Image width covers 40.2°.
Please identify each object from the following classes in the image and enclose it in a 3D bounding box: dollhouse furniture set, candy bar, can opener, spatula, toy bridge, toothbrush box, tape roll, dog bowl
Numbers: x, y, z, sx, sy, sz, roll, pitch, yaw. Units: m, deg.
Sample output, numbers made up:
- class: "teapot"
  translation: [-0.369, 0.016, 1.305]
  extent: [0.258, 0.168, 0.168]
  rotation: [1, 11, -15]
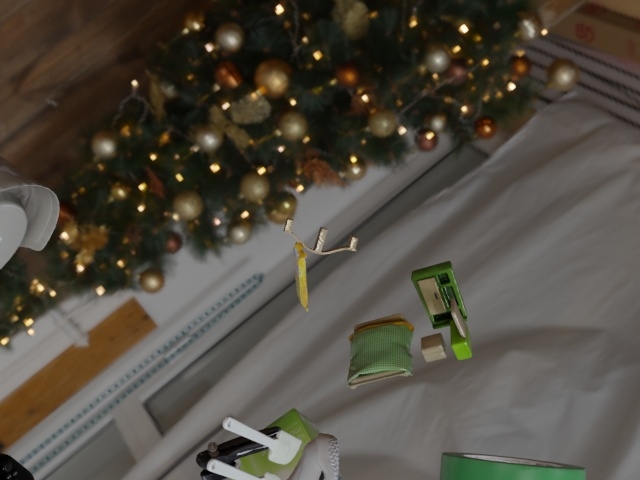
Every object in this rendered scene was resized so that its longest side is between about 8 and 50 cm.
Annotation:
- class: "dollhouse furniture set"
  translation: [0.182, 0.196, 2.022]
  extent: [0.198, 0.301, 0.151]
  rotation: [-79, -32, -59]
- class: "candy bar"
  translation: [-0.033, 0.063, 1.522]
  extent: [0.162, 0.018, 0.040]
  rotation: [89, 163, -50]
- class: "can opener"
  translation: [-0.161, 0.417, 1.753]
  extent: [0.059, 0.186, 0.073]
  rotation: [48, 154, 46]
- class: "spatula"
  translation: [-0.103, 0.339, 1.232]
  extent: [0.019, 0.168, 0.242]
  rotation: [20, 167, 29]
- class: "toy bridge"
  translation: [0.000, 0.000, 2.109]
  extent: [0.188, 0.063, 0.026]
  rotation: [16, -174, -15]
- class: "toothbrush box"
  translation: [-0.059, 0.549, 1.918]
  extent: [0.283, 0.206, 0.122]
  rotation: [59, -174, 36]
- class: "tape roll"
  translation: [0.431, 0.533, 1.976]
  extent: [0.321, 0.321, 0.077]
  rotation: [90, -175, -81]
- class: "dog bowl"
  translation: [-0.567, 0.008, 1.318]
  extent: [0.102, 0.348, 0.349]
  rotation: [46, 171, 10]

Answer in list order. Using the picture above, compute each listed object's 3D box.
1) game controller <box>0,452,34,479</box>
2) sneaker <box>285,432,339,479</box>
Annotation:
- class: "game controller"
  translation: [-0.740, 0.639, 1.934]
  extent: [0.067, 0.319, 0.166]
  rotation: [-8, 137, 32]
- class: "sneaker"
  translation: [-0.110, 0.454, 1.368]
  extent: [0.210, 0.366, 0.137]
  rotation: [21, 172, 3]
